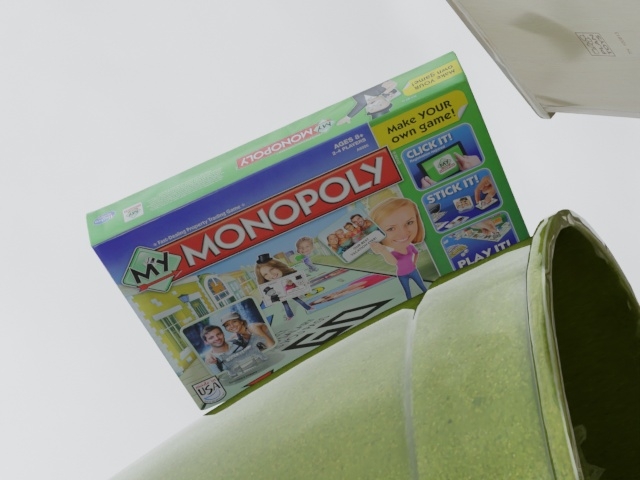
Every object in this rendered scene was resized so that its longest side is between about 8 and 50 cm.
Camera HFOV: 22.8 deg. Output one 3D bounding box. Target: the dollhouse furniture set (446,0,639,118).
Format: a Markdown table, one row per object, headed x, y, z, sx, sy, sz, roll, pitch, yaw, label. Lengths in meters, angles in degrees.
| x | y | z | sx | sy | sz | roll | pitch | yaw | label |
| --- | --- | --- | --- | --- | --- | --- | --- | --- | --- |
| 0.260 | -0.186 | 0.886 | 0.303 | 0.198 | 0.286 | -52 | -60 | -15 | dollhouse furniture set |

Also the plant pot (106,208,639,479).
| x | y | z | sx | sy | sz | roll | pitch | yaw | label |
| --- | --- | --- | --- | --- | --- | --- | --- | --- | --- |
| 0.023 | 0.215 | 0.822 | 0.366 | 0.353 | 0.366 | 54 | -156 | -38 | plant pot |

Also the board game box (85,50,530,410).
| x | y | z | sx | sy | sz | roll | pitch | yaw | label |
| --- | --- | --- | --- | --- | --- | --- | --- | --- | --- |
| 0.000 | 0.000 | 1.286 | 0.046 | 0.317 | 0.213 | -108 | -8 | -49 | board game box |
